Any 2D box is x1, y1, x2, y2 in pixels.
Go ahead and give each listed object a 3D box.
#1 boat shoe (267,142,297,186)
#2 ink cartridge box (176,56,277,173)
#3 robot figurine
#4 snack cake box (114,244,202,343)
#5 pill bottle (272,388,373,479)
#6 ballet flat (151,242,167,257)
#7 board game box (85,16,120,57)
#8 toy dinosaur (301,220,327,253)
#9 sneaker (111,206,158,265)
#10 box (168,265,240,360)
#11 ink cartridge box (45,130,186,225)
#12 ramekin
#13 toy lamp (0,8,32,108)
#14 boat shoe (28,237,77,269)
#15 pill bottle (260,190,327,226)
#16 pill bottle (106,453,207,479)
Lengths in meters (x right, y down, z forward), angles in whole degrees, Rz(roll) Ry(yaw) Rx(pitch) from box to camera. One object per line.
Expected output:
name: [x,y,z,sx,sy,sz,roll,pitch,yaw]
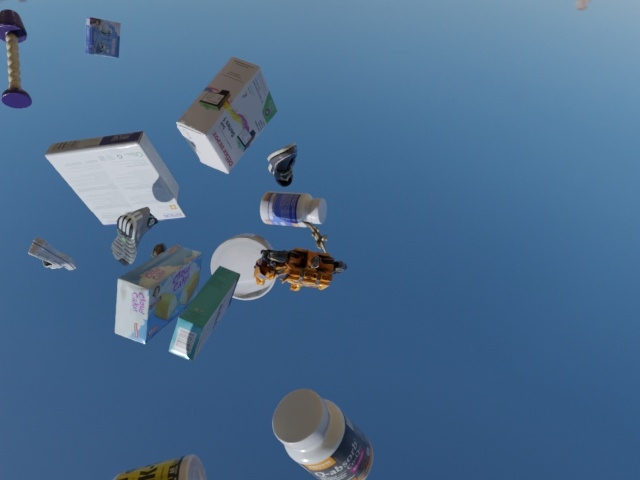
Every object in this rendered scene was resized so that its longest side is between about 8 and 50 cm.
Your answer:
boat shoe: [-0.080,-0.173,1.184,0.075,0.065,0.206,-27,179,-10]
ink cartridge box: [-0.274,-0.374,1.523,0.117,0.201,0.278,27,-108,22]
robot figurine: [-0.061,0.075,1.248,0.211,0.085,0.291,11,170,-19]
snack cake box: [-0.409,0.128,1.295,0.089,0.152,0.264,17,-159,9]
pill bottle: [0.008,0.484,1.223,0.162,0.278,0.162,-20,-139,18]
ballet flat: [-0.579,0.128,1.874,0.058,0.084,0.250,-18,-104,-6]
board game box: [-0.571,-0.532,1.322,0.020,0.090,0.090,22,-158,27]
toy dinosaur: [0.000,0.000,1.788,0.053,0.183,0.092,-30,-174,-3]
sneaker: [-0.551,-0.019,1.529,0.086,0.229,0.132,41,-134,4]
box: [-0.262,0.160,1.163,0.060,0.100,0.244,23,-155,0]
ink cartridge box: [-0.634,-0.188,1.608,0.324,0.330,0.071,-4,-128,13]
ramekin: [-0.300,0.095,2.045,0.272,0.273,0.127,4,-161,2]
toy lamp: [-0.822,-0.491,1.344,0.080,0.080,0.275,-9,-108,-18]
boat shoe: [-1.036,0.070,1.937,0.083,0.226,0.076,17,-113,26]
pill bottle: [-0.117,-0.137,2.235,0.272,0.152,0.152,6,-148,20]
pill bottle: [-0.334,0.497,0.969,0.208,0.119,0.119,-15,-146,1]
